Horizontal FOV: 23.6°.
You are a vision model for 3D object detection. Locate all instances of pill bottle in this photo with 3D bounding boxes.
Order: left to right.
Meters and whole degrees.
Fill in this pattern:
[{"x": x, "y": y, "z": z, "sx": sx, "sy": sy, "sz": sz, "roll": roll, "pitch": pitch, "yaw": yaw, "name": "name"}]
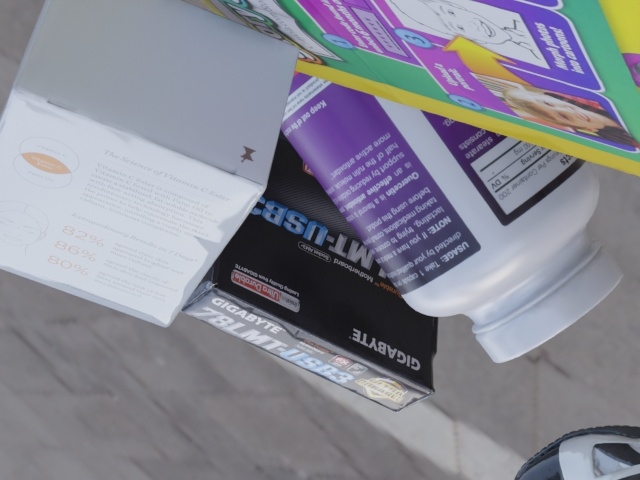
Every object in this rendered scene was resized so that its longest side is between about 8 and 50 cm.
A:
[{"x": 0.092, "y": -0.069, "z": 1.199, "sx": 0.323, "sy": 0.181, "sz": 0.181, "roll": 54, "pitch": 156, "yaw": -2, "name": "pill bottle"}]

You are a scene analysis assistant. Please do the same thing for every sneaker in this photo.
[{"x": 0.304, "y": 0.254, "z": 1.411, "sx": 0.331, "sy": 0.146, "sz": 0.122, "roll": -15, "pitch": 120, "yaw": 39, "name": "sneaker"}]

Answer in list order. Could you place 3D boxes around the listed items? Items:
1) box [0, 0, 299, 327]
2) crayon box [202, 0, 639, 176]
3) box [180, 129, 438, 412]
[{"x": -0.105, "y": -0.045, "z": 0.803, "sx": 0.130, "sy": 0.091, "sz": 0.170, "roll": 21, "pitch": 146, "yaw": -13, "name": "box"}, {"x": 0.051, "y": -0.148, "z": 0.650, "sx": 0.313, "sy": 0.106, "sz": 0.363, "roll": 20, "pitch": 172, "yaw": 25, "name": "crayon box"}, {"x": 0.000, "y": 0.000, "z": 1.654, "sx": 0.296, "sy": 0.293, "sz": 0.073, "roll": 27, "pitch": 137, "yaw": -26, "name": "box"}]
